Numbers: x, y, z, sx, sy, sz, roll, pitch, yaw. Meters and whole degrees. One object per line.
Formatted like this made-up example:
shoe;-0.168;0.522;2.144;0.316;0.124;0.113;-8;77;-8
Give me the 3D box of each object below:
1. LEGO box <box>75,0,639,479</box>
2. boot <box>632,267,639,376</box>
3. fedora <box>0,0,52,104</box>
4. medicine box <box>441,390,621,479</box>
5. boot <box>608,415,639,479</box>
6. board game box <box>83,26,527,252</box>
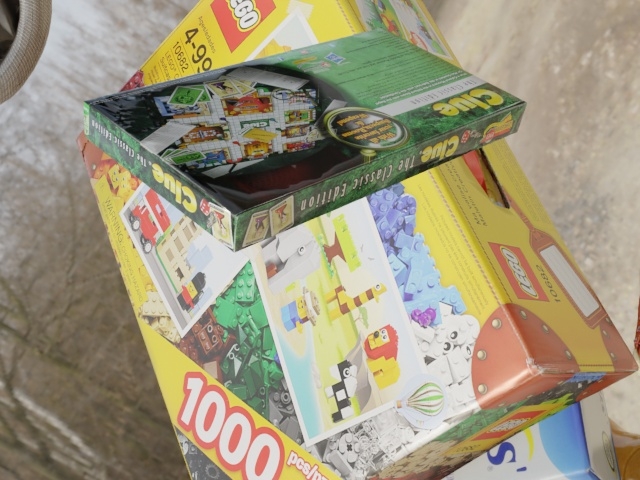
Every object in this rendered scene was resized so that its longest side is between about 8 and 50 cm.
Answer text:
LEGO box;0.000;0.000;0.930;0.372;0.500;0.193;-40;-29;29
boot;0.354;0.080;0.982;0.059;0.157;0.085;7;31;45
fedora;-0.396;-0.263;0.970;0.244;0.275;0.124;-45;11;8
medicine box;0.171;0.202;1.082;0.289;0.149;0.263;-20;46;23
boot;0.409;0.232;1.041;0.211;0.104;0.295;-54;24;22
board game box;0.001;-0.076;0.590;0.260;0.136;0.030;-23;-45;-40
